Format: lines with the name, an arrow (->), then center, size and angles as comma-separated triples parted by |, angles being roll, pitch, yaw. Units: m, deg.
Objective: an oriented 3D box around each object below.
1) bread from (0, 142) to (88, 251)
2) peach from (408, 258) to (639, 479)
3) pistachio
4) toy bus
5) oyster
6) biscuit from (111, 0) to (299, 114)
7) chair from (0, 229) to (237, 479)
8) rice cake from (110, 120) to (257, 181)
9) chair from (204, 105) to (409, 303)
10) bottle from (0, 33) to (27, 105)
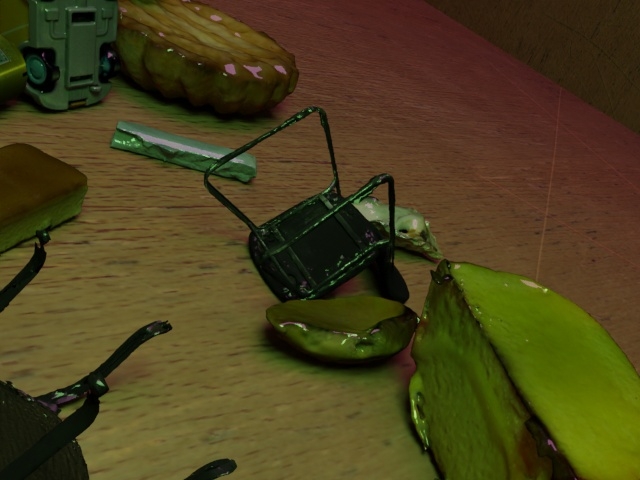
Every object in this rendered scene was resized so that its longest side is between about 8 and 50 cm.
bread -> -0.300, -0.020, 0.519 | 0.088, 0.049, 0.226 | 31, 31, 9
peach -> 0.174, 0.153, 0.489 | 0.154, 0.158, 0.267 | 2, 34, -18
pistachio -> 0.026, 0.089, 0.592 | 0.173, 0.049, 0.089 | 0, 15, -34
toy bus -> -0.328, -0.277, 0.757 | 0.136, 0.209, 0.126 | 24, 29, 19
oyster -> 0.084, -0.029, 0.828 | 0.146, 0.045, 0.121 | 2, 39, -23
biscuit -> -0.194, -0.293, 0.979 | 0.326, 0.107, 0.325 | 20, 31, -13
chair -> -0.185, 0.117, 0.353 | 0.213, 0.149, 0.174 | -32, 54, -7
rice cake -> -0.165, -0.108, 0.778 | 0.180, 0.030, 0.042 | 13, 35, -19
chair -> 0.000, 0.000, 0.668 | 0.145, 0.221, 0.140 | -33, 52, -7
bottle -> -0.392, -0.133, 0.594 | 0.082, 0.082, 0.286 | 24, 29, -3
